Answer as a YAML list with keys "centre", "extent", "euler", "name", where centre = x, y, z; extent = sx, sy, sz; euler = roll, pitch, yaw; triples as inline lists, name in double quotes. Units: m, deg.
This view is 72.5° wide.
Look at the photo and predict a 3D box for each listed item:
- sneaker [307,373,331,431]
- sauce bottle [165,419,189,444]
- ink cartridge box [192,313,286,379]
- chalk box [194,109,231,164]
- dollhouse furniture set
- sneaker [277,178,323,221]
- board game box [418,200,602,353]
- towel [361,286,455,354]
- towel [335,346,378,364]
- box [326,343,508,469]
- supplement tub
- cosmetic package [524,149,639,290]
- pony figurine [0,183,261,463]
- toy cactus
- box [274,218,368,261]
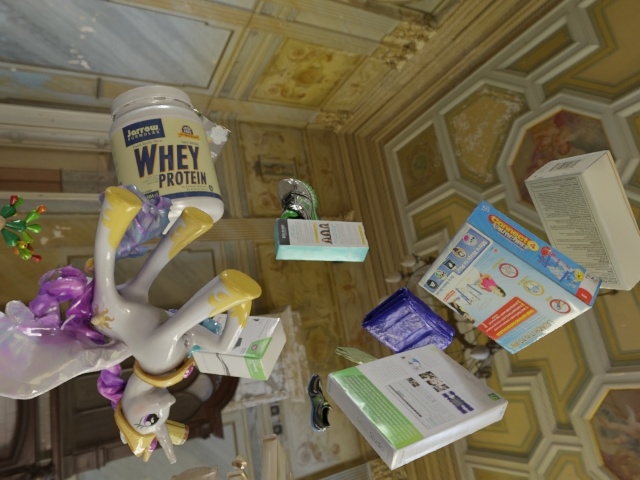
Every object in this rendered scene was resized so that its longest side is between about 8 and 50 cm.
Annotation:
- centre: [0.002, 0.561, 1.519]
  extent: [0.078, 0.067, 0.188]
  euler: [-23, -116, 35]
  name: "sneaker"
- centre: [-0.326, 0.372, 0.868]
  extent: [0.042, 0.128, 0.042]
  euler: [-38, -146, 32]
  name: "sauce bottle"
- centre: [-0.289, 0.377, 1.573]
  extent: [0.198, 0.273, 0.115]
  euler: [-64, 149, -52]
  name: "ink cartridge box"
- centre: [-0.438, -0.335, 1.547]
  extent: [0.213, 0.132, 0.132]
  euler: [-57, -142, 5]
  name: "chalk box"
- centre: [-0.281, 0.730, 1.302]
  extent: [0.174, 0.355, 0.303]
  euler: [-96, 171, -57]
  name: "dollhouse furniture set"
- centre: [-0.083, -0.110, 1.574]
  extent: [0.134, 0.146, 0.343]
  euler: [-47, -131, 24]
  name: "sneaker"
- centre: [0.431, 0.101, 1.058]
  extent: [0.302, 0.086, 0.308]
  euler: [37, -32, 12]
  name: "board game box"
- centre: [0.326, 0.329, 1.602]
  extent: [0.227, 0.308, 0.076]
  euler: [-42, -156, 15]
  name: "towel"
- centre: [0.123, 0.391, 1.472]
  extent: [0.110, 0.148, 0.027]
  euler: [19, -92, 36]
  name: "towel"
- centre: [0.206, 0.339, 0.949]
  extent: [0.232, 0.322, 0.058]
  euler: [36, -57, 52]
  name: "box"
- centre: [-0.391, -0.191, 1.103]
  extent: [0.235, 0.235, 0.325]
  euler: [-26, -103, 58]
  name: "supplement tub"
- centre: [0.642, -0.043, 1.052]
  extent: [0.309, 0.113, 0.160]
  euler: [61, -21, -13]
  name: "cosmetic package"
- centre: [-0.280, 0.109, 0.610]
  extent: [0.351, 0.303, 0.363]
  euler: [35, -70, 6]
  name: "pony figurine"
- centre: [-0.908, -0.045, 1.287]
  extent: [0.112, 0.180, 0.219]
  euler: [-19, -106, 24]
  name: "toy cactus"
- centre: [0.000, 0.000, 1.184]
  extent: [0.060, 0.244, 0.100]
  euler: [105, -18, -45]
  name: "box"
